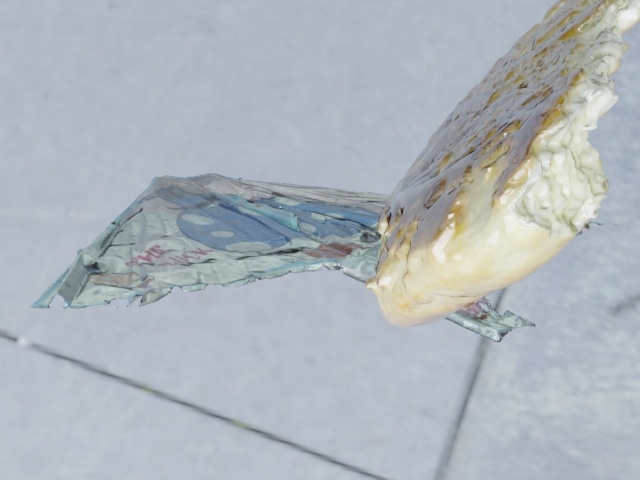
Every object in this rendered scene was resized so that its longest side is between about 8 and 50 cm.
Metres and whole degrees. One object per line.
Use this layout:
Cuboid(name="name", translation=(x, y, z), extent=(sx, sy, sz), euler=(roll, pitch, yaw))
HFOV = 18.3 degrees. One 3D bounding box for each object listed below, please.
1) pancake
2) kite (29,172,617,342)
Cuboid(name="pancake", translation=(0.105, -0.055, 0.863), extent=(0.057, 0.266, 0.244), euler=(44, 69, -6))
Cuboid(name="kite", translation=(0.000, -0.001, 1.157), extent=(0.368, 0.406, 0.014), euler=(23, 116, 52))
